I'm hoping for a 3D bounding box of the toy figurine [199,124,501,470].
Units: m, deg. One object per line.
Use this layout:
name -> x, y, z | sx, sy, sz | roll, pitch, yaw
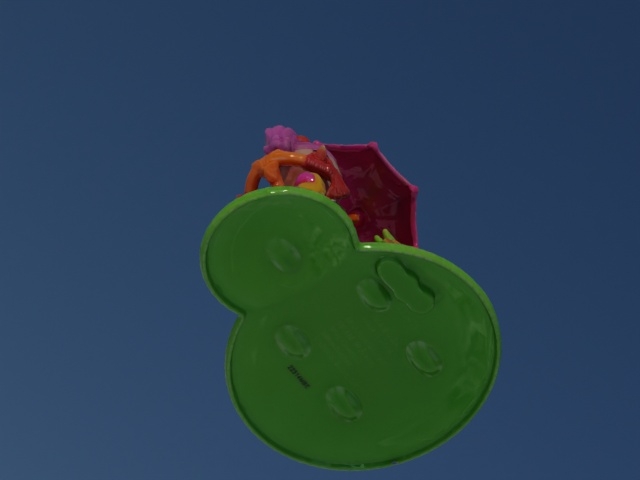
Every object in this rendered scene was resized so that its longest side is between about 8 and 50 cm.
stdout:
toy figurine -> 0.000, 0.000, 0.972 | 0.173, 0.130, 0.159 | 50, 15, -31
